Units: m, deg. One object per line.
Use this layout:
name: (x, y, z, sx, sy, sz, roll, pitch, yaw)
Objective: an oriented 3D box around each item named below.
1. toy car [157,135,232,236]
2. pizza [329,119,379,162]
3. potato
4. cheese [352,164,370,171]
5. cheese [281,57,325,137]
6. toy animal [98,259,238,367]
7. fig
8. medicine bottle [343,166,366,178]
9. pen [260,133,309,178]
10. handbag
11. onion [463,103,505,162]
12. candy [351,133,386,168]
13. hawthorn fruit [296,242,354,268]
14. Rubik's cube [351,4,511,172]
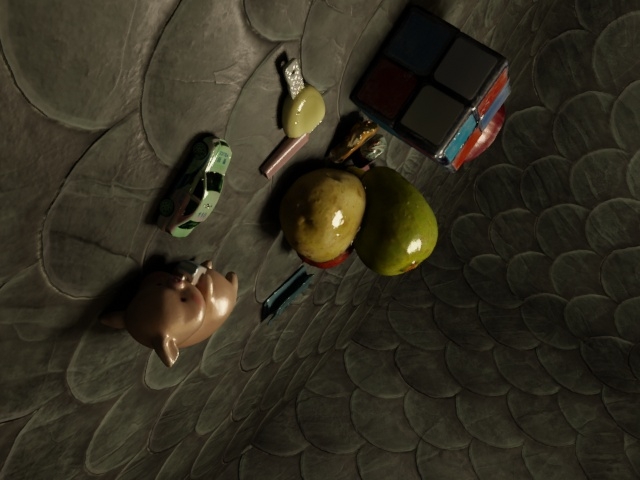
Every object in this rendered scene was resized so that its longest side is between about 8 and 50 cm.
toy car: (-0.249, -0.106, 1.313, 0.224, 0.076, 0.090, -57, 161, 10)
pizza: (0.100, -0.297, 1.834, 0.182, 0.062, 0.161, -41, -174, -12)
potato: (-0.010, -0.080, 1.776, 0.285, 0.242, 0.242, -49, 164, 16)
cheese: (0.157, -0.185, 2.209, 0.189, 0.074, 0.286, -53, 149, -8)
cheese: (-0.052, -0.326, 1.457, 0.127, 0.050, 0.255, -49, 160, -10)
toy animal: (-0.313, 0.149, 1.437, 0.213, 0.195, 0.256, -63, 159, 3)
fig: (0.203, -0.063, 1.894, 0.257, 0.327, 0.258, -18, 171, -3)
medicine bottle: (0.088, -0.122, 2.069, 0.121, 0.121, 0.213, -25, 146, -57)
pen: (-0.075, -0.235, 1.594, 0.197, 0.032, 0.053, -47, 161, -13)
handbag: (-0.117, 0.197, 2.259, 0.221, 0.057, 0.144, -45, 167, -30)
onion: (0.464, -0.443, 2.224, 0.285, 0.348, 0.348, 17, 115, -27)
candy: (0.147, -0.269, 1.946, 0.086, 0.059, 0.292, -37, -178, -10)
hawthorn fruit: (0.000, 0.000, 1.989, 0.251, 0.189, 0.189, -48, 167, 30)
Rubik's cube: (0.323, -0.415, 1.816, 0.313, 0.316, 0.318, -56, 162, 8)
